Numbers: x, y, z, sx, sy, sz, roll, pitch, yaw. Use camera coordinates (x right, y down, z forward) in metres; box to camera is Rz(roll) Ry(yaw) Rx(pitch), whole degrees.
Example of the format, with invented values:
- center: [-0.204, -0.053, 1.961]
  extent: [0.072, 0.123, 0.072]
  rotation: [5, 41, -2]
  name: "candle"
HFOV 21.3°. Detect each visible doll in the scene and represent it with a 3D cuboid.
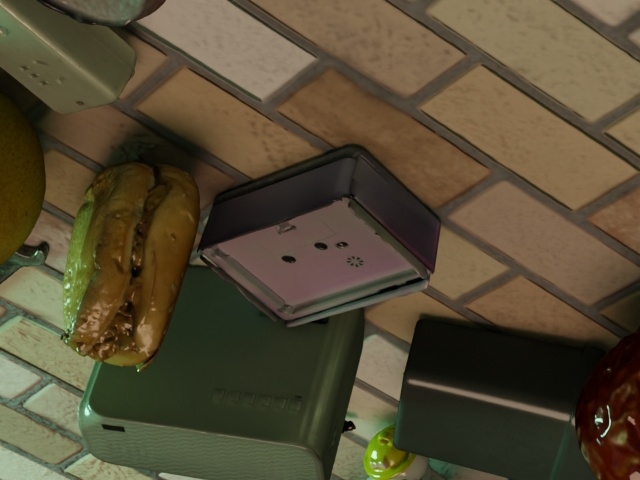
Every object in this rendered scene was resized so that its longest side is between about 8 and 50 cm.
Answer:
- center: [0.105, 0.277, 1.954]
  extent: [0.129, 0.081, 0.207]
  rotation: [4, 143, 28]
  name: "doll"

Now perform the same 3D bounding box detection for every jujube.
- center: [0.355, 0.151, 1.592]
  extent: [0.232, 0.213, 0.213]
  rotation: [-39, 124, 15]
  name: "jujube"

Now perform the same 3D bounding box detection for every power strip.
- center: [-0.289, -0.217, 1.414]
  extent: [0.098, 0.058, 0.338]
  rotation: [-4, 143, 49]
  name: "power strip"

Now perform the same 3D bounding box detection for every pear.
- center: [-0.349, -0.055, 1.558]
  extent: [0.209, 0.209, 0.209]
  rotation: [9, 144, 7]
  name: "pear"

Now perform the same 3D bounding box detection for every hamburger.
- center: [-0.182, 0.019, 1.594]
  extent: [0.108, 0.213, 0.213]
  rotation: [15, 145, -9]
  name: "hamburger"

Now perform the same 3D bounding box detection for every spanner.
- center: [-0.370, 0.051, 1.858]
  extent: [0.054, 0.015, 0.254]
  rotation: [29, 142, -23]
  name: "spanner"

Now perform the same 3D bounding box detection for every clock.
- center: [0.000, 0.001, 1.618]
  extent: [0.193, 0.073, 0.145]
  rotation: [-18, 134, 37]
  name: "clock"

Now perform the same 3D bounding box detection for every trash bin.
- center: [0.201, 0.176, 1.771]
  extent: [0.236, 0.101, 0.176]
  rotation: [12, 146, 6]
  name: "trash bin"

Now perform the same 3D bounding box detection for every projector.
- center: [-0.096, 0.137, 1.728]
  extent: [0.250, 0.198, 0.108]
  rotation: [6, 143, 12]
  name: "projector"

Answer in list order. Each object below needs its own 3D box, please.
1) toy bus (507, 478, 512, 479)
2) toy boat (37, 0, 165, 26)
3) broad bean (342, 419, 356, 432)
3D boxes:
- center: [0.316, 0.315, 1.890]
  extent: [0.234, 0.133, 0.116]
  rotation: [-7, 141, 18]
  name: "toy bus"
- center: [-0.200, -0.269, 1.330]
  extent: [0.155, 0.085, 0.227]
  rotation: [-23, 119, 44]
  name: "toy boat"
- center: [-0.039, 0.172, 1.887]
  extent: [0.061, 0.046, 0.195]
  rotation: [-26, 135, 26]
  name: "broad bean"
